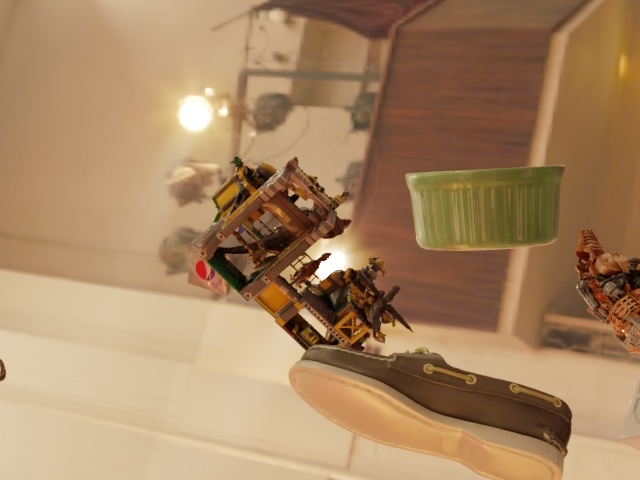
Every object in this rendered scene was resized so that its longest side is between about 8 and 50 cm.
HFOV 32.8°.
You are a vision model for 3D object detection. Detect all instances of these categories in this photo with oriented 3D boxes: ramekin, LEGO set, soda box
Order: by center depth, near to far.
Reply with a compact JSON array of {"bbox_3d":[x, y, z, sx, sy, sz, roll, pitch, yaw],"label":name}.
[{"bbox_3d":[0.000,0.000,1.488,0.331,0.192,0.255,47,-159,-4],"label":"LEGO set"},{"bbox_3d":[0.319,-0.064,2.094,0.303,0.303,0.148,-9,-83,-64],"label":"ramekin"},{"bbox_3d":[-0.156,-0.002,2.174,0.286,0.091,0.098,-46,-31,-54],"label":"soda box"}]

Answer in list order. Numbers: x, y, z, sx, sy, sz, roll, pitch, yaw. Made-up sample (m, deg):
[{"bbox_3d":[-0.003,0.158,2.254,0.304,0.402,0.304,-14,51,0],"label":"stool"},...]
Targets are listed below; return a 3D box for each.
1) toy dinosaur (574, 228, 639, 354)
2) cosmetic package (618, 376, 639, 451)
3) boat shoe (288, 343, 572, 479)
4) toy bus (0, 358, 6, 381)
[{"bbox_3d":[0.511,0.073,1.791,0.164,0.218,0.322,122,150,-48],"label":"toy dinosaur"},{"bbox_3d":[0.689,0.188,1.905,0.377,0.097,0.284,-64,10,-22],"label":"cosmetic package"},{"bbox_3d":[0.118,0.172,1.165,0.109,0.305,0.091,95,-164,-54],"label":"boat shoe"},{"bbox_3d":[-0.598,0.147,1.614,0.191,0.104,0.202,-11,-103,-56],"label":"toy bus"}]
